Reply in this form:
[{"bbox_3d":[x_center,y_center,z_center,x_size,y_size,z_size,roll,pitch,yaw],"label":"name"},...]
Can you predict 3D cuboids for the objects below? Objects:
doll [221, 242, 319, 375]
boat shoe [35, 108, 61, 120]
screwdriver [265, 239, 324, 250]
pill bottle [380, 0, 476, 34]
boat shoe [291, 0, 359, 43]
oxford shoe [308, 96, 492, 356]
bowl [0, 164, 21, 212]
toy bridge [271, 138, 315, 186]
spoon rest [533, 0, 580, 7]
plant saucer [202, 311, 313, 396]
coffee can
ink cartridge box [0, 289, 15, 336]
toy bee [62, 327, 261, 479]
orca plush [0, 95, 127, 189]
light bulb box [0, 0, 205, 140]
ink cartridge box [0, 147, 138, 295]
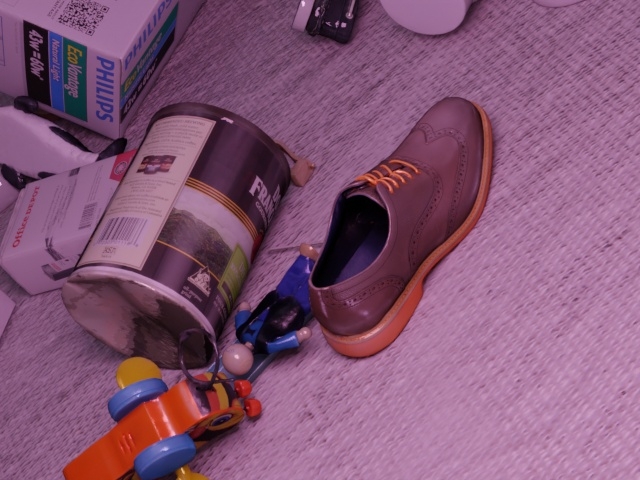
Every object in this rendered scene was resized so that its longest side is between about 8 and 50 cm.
[{"bbox_3d":[-0.053,0.087,1.537,0.129,0.046,0.189,13,55,43],"label":"doll"},{"bbox_3d":[-0.396,-0.365,2.209,0.123,0.123,0.342,19,64,46],"label":"boat shoe"},{"bbox_3d":[0.000,0.000,1.626,0.170,0.025,0.024,-4,49,27],"label":"screwdriver"},{"bbox_3d":[0.187,-0.436,1.814,0.169,0.169,0.301,-2,50,36],"label":"pill bottle"},{"bbox_3d":[0.036,-0.411,1.967,0.114,0.091,0.302,120,171,-56],"label":"boat shoe"},{"bbox_3d":[0.098,-0.045,1.505,0.130,0.133,0.364,10,59,31],"label":"oxford shoe"},{"bbox_3d":[-0.570,-0.091,2.099,0.142,0.053,0.142,-36,51,-1],"label":"bowl"},{"bbox_3d":[-0.077,-0.112,1.798,0.188,0.026,0.063,9,56,41],"label":"toy bridge"},{"bbox_3d":[0.379,-0.378,1.685,0.276,0.084,0.137,-2,71,46],"label":"spoon rest"},{"bbox_3d":[-0.086,0.140,1.560,0.192,0.018,0.067,-47,41,-12],"label":"plant saucer"},{"bbox_3d":[-0.177,-0.006,1.628,0.201,0.201,0.275,-3,50,35],"label":"coffee can"},{"bbox_3d":[-0.606,0.097,1.789,0.198,0.270,0.197,-9,48,30],"label":"ink cartridge box"},{"bbox_3d":[-0.148,0.213,1.452,0.298,0.162,0.195,-20,76,40],"label":"toy bee"},{"bbox_3d":[-0.415,-0.160,2.042,0.287,0.151,0.102,4,16,30],"label":"orca plush"},{"bbox_3d":[-0.398,-0.409,2.048,0.361,0.225,0.358,24,60,4],"label":"light bulb box"},{"bbox_3d":[-0.337,-0.025,1.854,0.218,0.092,0.158,-13,44,24],"label":"ink cartridge box"}]
